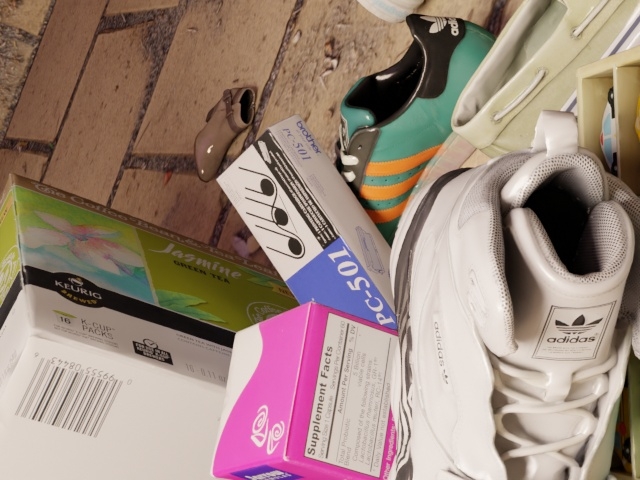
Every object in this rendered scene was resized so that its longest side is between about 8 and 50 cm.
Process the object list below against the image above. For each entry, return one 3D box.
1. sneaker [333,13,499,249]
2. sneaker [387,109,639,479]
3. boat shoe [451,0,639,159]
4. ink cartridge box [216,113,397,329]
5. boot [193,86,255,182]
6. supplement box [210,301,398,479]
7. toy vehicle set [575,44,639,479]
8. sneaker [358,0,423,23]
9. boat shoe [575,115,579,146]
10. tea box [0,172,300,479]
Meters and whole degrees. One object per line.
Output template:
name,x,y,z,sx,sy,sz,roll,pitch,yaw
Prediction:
sneaker,0.051,-0.078,1.238,0.302,0.121,0.108,-56,27,25
sneaker,0.121,0.107,0.794,0.210,0.137,0.366,124,145,-70
boat shoe,0.208,-0.183,1.035,0.302,0.094,0.109,-61,25,15
ink cartridge box,0.000,0.000,1.214,0.046,0.207,0.097,-30,-6,-43
boot,-0.120,-0.139,1.737,0.087,0.042,0.119,-19,60,49
supplement box,0.050,0.133,0.951,0.111,0.220,0.114,-27,47,57
toy vehicle set,0.208,0.017,0.803,0.166,0.035,0.267,168,100,-74
sneaker,0.088,-0.392,1.431,0.150,0.135,0.366,-40,45,33
boat shoe,0.193,-0.036,0.941,0.319,0.099,0.116,-46,32,40
tea box,-0.171,0.140,1.266,0.220,0.329,0.323,-61,26,16
